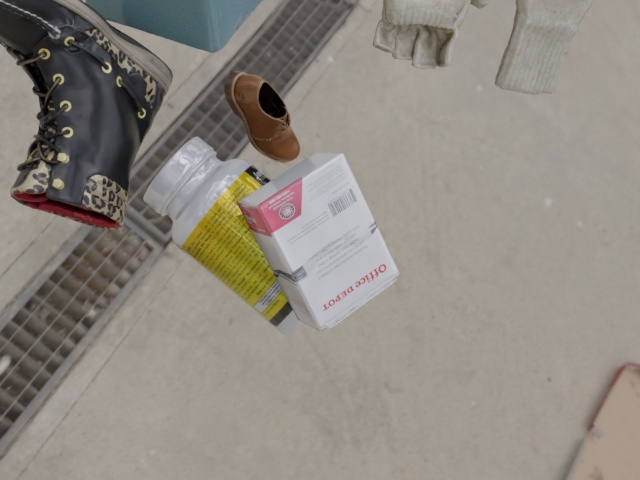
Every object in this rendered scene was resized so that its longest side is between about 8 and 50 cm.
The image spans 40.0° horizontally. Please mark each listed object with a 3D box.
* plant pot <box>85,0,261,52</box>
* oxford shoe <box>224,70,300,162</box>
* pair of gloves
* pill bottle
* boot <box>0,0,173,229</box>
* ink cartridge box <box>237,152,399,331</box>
[{"bbox_3d":[-0.220,-0.491,1.370,0.248,0.252,0.247,19,52,13],"label":"plant pot"},{"bbox_3d":[-0.077,-0.192,1.440,0.076,0.076,0.212,-65,146,-19],"label":"oxford shoe"},{"bbox_3d":[0.165,-0.244,0.805,0.240,0.204,0.042,8,19,-30],"label":"pair of gloves"},{"bbox_3d":[-0.122,-0.014,1.466,0.334,0.188,0.188,40,47,-2],"label":"pill bottle"},{"bbox_3d":[-0.393,-0.197,1.285,0.377,0.138,0.284,28,68,-51],"label":"boot"},{"bbox_3d":[0.000,0.000,1.303,0.158,0.092,0.218,-34,110,-19],"label":"ink cartridge box"}]
